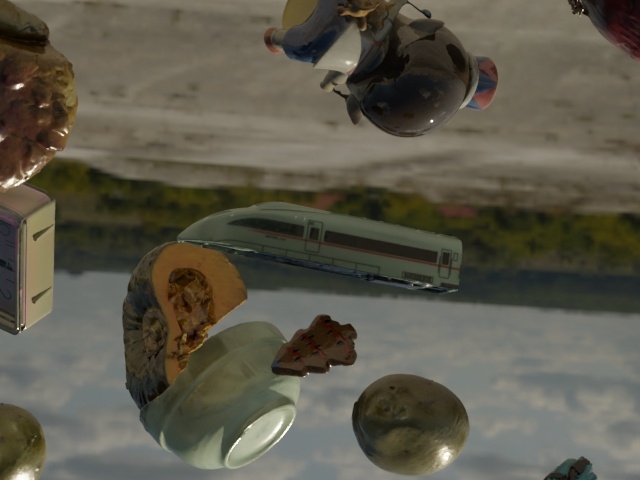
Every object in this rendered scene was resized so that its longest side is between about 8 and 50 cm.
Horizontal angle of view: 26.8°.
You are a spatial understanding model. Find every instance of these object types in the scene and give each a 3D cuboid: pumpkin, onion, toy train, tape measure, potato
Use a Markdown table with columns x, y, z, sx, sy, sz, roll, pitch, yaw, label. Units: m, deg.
| x | y | z | sx | sy | sz | roll | pitch | yaw | label |
| --- | --- | --- | --- | --- | --- | --- | --- | --- | --- |
| -0.220 | 0.144 | 2.226 | 0.190 | 0.280 | 0.139 | 10 | 149 | -34 | pumpkin |
| 0.364 | -0.325 | 1.598 | 0.163 | 0.230 | 0.230 | 1 | 178 | -1 | onion |
| 0.000 | 0.000 | 1.930 | 0.407 | 0.088 | 0.086 | 11 | 172 | -13 | toy train |
| 0.405 | 0.424 | 2.238 | 0.081 | 0.125 | 0.146 | 37 | 147 | 21 | tape measure |
| 0.138 | 0.284 | 2.094 | 0.178 | 0.160 | 0.235 | -25 | 150 | 6 | potato |
| -0.553 | 0.367 | 2.144 | 0.210 | 0.173 | 0.307 | -12 | 157 | -50 | potato |

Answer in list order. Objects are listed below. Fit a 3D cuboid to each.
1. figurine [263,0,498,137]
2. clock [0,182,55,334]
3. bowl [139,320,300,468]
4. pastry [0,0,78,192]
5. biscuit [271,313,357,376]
| x | y | z | sx | sy | sz | roll | pitch | yaw | label |
| --- | --- | --- | --- | --- | --- | --- | --- | --- | --- |
| 0.079 | -0.212 | 1.559 | 0.275 | 0.161 | 0.158 | 32 | -151 | -27 | figurine |
| -0.419 | 0.010 | 1.732 | 0.147 | 0.192 | 0.071 | 23 | -144 | 19 | clock |
| -0.157 | 0.301 | 2.447 | 0.163 | 0.307 | 0.307 | 47 | -161 | 24 | bowl |
| -0.369 | -0.146 | 1.433 | 0.218 | 0.229 | 0.100 | 40 | -179 | -43 | pastry |
| -0.010 | 0.152 | 1.874 | 0.130 | 0.019 | 0.119 | -27 | -144 | -11 | biscuit |
